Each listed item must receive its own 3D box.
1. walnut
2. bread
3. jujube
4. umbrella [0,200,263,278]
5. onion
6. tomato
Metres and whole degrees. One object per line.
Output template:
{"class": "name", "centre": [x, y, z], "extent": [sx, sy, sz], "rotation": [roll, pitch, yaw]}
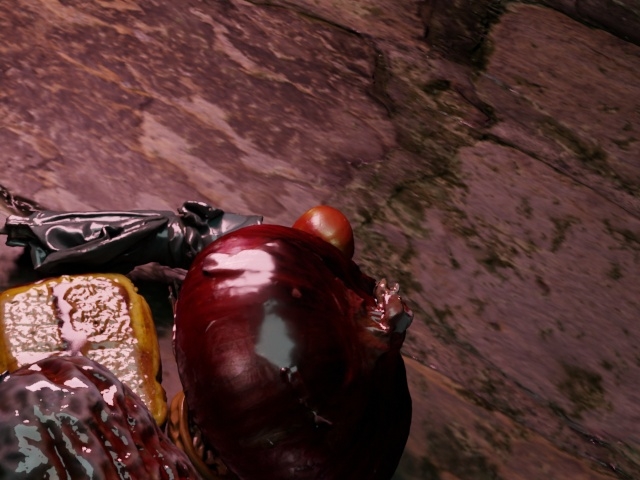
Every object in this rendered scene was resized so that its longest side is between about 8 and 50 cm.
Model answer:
{"class": "walnut", "centre": [-0.128, 0.207, 1.067], "extent": [0.091, 0.052, 0.121], "rotation": [35, 30, -46]}
{"class": "bread", "centre": [-0.248, 0.141, 1.060], "extent": [0.182, 0.096, 0.222], "rotation": [-5, 51, -22]}
{"class": "jujube", "centre": [-0.189, 0.249, 0.860], "extent": [0.317, 0.226, 0.226], "rotation": [54, 47, -6]}
{"class": "umbrella", "centre": [-0.236, 0.007, 1.170], "extent": [0.349, 0.143, 0.094], "rotation": [2, 73, -18]}
{"class": "onion", "centre": [-0.009, 0.125, 1.040], "extent": [0.314, 0.232, 0.314], "rotation": [49, 29, -40]}
{"class": "tomato", "centre": [0.000, 0.000, 1.296], "extent": [0.075, 0.087, 0.087], "rotation": [-14, 55, -29]}
